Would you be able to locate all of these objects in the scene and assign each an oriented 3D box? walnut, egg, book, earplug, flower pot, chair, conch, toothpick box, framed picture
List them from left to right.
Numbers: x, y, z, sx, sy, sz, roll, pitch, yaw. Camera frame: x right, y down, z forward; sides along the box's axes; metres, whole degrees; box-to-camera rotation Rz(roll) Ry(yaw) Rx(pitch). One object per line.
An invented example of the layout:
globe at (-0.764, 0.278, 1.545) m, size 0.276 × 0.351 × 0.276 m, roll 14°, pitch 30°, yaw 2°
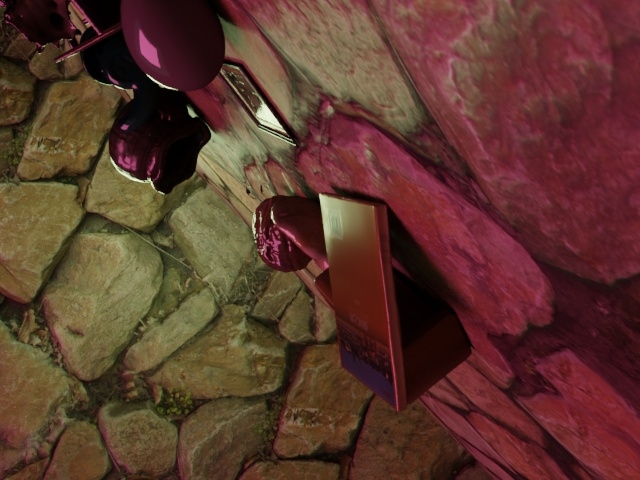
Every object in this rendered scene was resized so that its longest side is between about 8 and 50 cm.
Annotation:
conch at (-0.675, -0.626, 1.715) m, size 0.240 × 0.313 × 0.186 m, roll 12°, pitch -162°, yaw 28°
chair at (-0.454, -0.501, 1.365) m, size 0.272 × 0.166 × 0.188 m, roll -12°, pitch 134°, yaw 28°
earplug at (-0.547, -0.466, 1.867) m, size 0.280 × 0.164 × 0.257 m, roll 47°, pitch 162°, yaw 36°
flower pot at (-0.470, -0.305, 2.036) m, size 0.213 × 0.302 × 0.302 m, roll 32°, pitch 171°, yaw 6°
egg at (-0.227, -0.320, 1.059) m, size 0.146 × 0.146 × 0.199 m, roll 40°, pitch 163°, yaw 38°
framed picture at (-0.132, -0.268, 1.321) m, size 0.199 × 0.010 × 0.195 m, roll 51°, pitch 171°, yaw -33°
walnut at (-0.095, -0.022, 1.818) m, size 0.178 × 0.178 × 0.230 m, roll 38°, pitch 150°, yaw 48°
book at (0.074, 0.101, 1.285) m, size 0.262 × 0.028 × 0.374 m, roll -159°, pitch 59°, yaw -66°
toothpick box at (0.141, 0.165, 1.487) m, size 0.308 × 0.190 × 0.187 m, roll 46°, pitch 174°, yaw 43°

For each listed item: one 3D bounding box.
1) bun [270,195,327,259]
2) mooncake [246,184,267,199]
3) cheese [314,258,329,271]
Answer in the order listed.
bun at (-0.027, -0.040, 1.586) m, size 0.183 × 0.102 × 0.183 m, roll 40°, pitch -170°, yaw -8°
mooncake at (-0.183, -0.122, 2.209) m, size 0.150 × 0.057 × 0.347 m, roll 29°, pitch 172°, yaw 23°
cheese at (0.091, 0.114, 1.779) m, size 0.263 × 0.093 × 0.159 m, roll 47°, pitch 173°, yaw -9°
